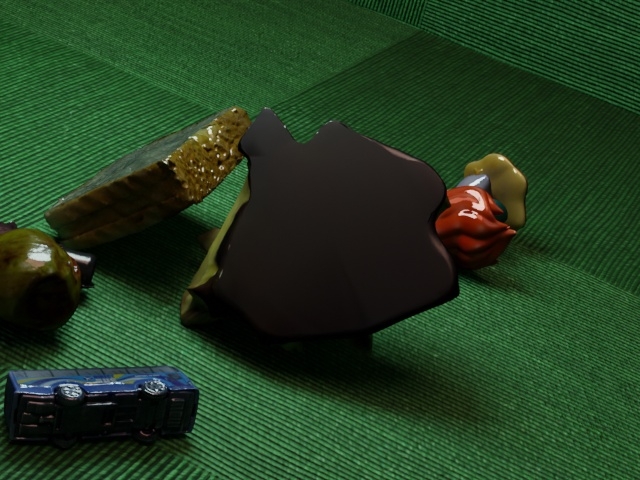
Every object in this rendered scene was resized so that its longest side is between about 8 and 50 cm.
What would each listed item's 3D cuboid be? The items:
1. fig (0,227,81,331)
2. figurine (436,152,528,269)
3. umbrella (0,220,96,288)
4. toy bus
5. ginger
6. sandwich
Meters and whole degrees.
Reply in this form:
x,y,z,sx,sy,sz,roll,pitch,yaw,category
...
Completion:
x,y,z,sx,sy,sz,roll,pitch,yaw,category
-0.410,0.054,1.779,0.166,0.144,0.154,7,27,14,fig
0.250,-0.043,2.283,0.257,0.181,0.208,-26,77,-44,figurine
-0.481,0.013,1.866,0.326,0.090,0.094,13,5,-5,umbrella
-0.276,0.200,1.632,0.236,0.079,0.094,1,29,-27,toy bus
0.000,0.000,1.948,0.413,0.358,0.211,1,-11,4,ginger
-0.264,-0.097,2.044,0.271,0.099,0.301,-17,16,25,sandwich
